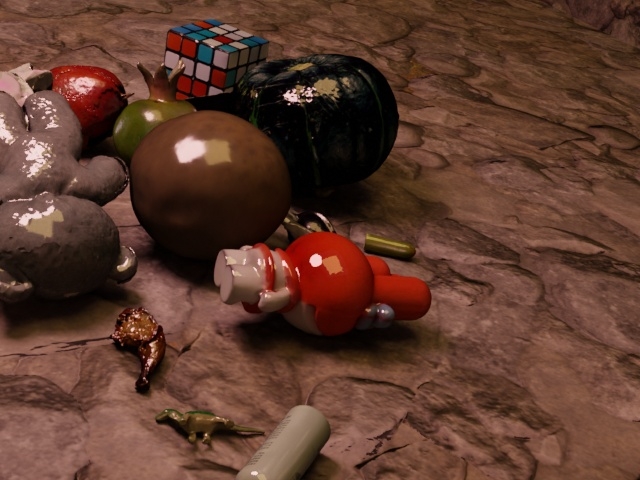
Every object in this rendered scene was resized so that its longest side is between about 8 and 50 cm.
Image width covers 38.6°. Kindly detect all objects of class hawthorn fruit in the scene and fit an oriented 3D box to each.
[{"bbox_3d":[-0.395,-0.232,1.561,0.171,0.148,0.148,-14,27,8],"label":"hawthorn fruit"}]

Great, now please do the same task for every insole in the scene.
[{"bbox_3d":[-0.188,-0.251,1.699,0.322,0.109,0.007,-18,71,-12],"label":"insole"}]

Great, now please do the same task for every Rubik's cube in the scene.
[{"bbox_3d":[-0.214,-0.345,1.850,0.151,0.155,0.154,23,30,20],"label":"Rubik's cube"}]

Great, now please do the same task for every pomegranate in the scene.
[{"bbox_3d":[-0.272,-0.207,1.536,0.131,0.191,0.152,13,22,34],"label":"pomegranate"}]

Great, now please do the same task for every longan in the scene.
[{"bbox_3d":[-0.160,-0.082,1.324,0.248,0.248,0.248,9,28,-5],"label":"longan"}]

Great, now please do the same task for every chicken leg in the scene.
[{"bbox_3d":[-0.216,0.125,1.102,0.062,0.037,0.145,-25,39,-16],"label":"chicken leg"}]

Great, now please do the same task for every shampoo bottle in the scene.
[{"bbox_3d":[-0.052,0.240,0.931,0.056,0.056,0.195,21,30,16],"label":"shampoo bottle"}]

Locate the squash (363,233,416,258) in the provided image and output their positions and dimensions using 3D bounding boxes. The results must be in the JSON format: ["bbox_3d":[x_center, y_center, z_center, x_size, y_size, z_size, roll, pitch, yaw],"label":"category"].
[{"bbox_3d":[0.111,0.011,1.453,0.083,0.028,0.027,13,28,-1],"label":"squash"}]

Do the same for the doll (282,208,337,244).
[{"bbox_3d":[0.000,0.000,1.388,0.195,0.070,0.096,39,22,30],"label":"doll"}]

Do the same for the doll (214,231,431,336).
[{"bbox_3d":[0.008,0.058,1.219,0.290,0.130,0.161,6,25,-23],"label":"doll"}]

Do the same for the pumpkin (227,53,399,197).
[{"bbox_3d":[-0.010,-0.195,1.580,0.315,0.239,0.315,-4,16,1],"label":"pumpkin"}]

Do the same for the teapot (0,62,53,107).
[{"bbox_3d":[-0.511,-0.168,1.386,0.163,0.178,0.222,9,34,-6],"label":"teapot"}]

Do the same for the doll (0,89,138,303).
[{"bbox_3d":[-0.373,-0.055,1.220,0.245,0.158,0.340,-7,50,-34],"label":"doll"}]

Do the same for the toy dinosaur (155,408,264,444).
[{"bbox_3d":[-0.120,0.200,1.013,0.119,0.029,0.060,4,12,-20],"label":"toy dinosaur"}]
